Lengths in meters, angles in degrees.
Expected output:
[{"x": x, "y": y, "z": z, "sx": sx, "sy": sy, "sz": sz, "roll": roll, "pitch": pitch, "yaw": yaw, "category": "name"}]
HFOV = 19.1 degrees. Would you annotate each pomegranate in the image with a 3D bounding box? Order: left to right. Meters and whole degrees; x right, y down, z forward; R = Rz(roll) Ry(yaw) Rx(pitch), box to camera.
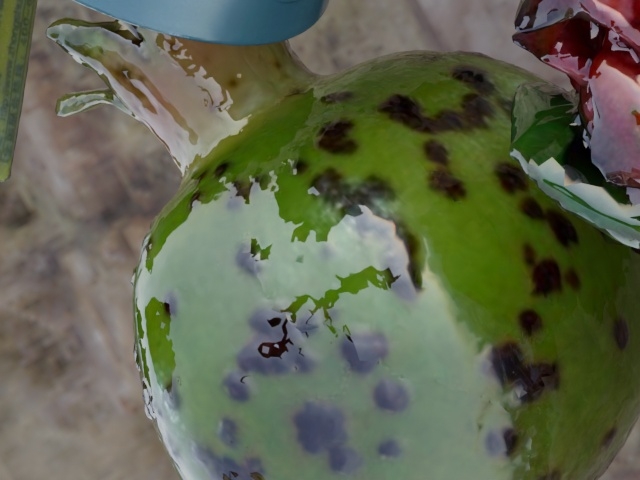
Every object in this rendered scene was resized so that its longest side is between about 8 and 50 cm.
[{"x": -0.004, "y": 0.014, "z": 0.779, "sx": 0.286, "sy": 0.231, "sz": 0.231, "roll": 28, "pitch": 155, "yaw": -2, "category": "pomegranate"}]

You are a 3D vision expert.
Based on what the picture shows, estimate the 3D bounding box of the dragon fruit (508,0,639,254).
[{"x": 0.195, "y": -0.098, "z": 0.608, "sx": 0.234, "sy": 0.293, "sz": 0.234, "roll": 44, "pitch": 180, "yaw": 0, "category": "dragon fruit"}]

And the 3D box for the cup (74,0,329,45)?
[{"x": -0.036, "y": -0.183, "z": 0.648, "sx": 0.167, "sy": 0.300, "sz": 0.173, "roll": 46, "pitch": 127, "yaw": 22, "category": "cup"}]

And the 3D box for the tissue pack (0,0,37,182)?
[{"x": -0.222, "y": -0.168, "z": 0.922, "sx": 0.185, "sy": 0.081, "sz": 0.257, "roll": 10, "pitch": 92, "yaw": 23, "category": "tissue pack"}]
